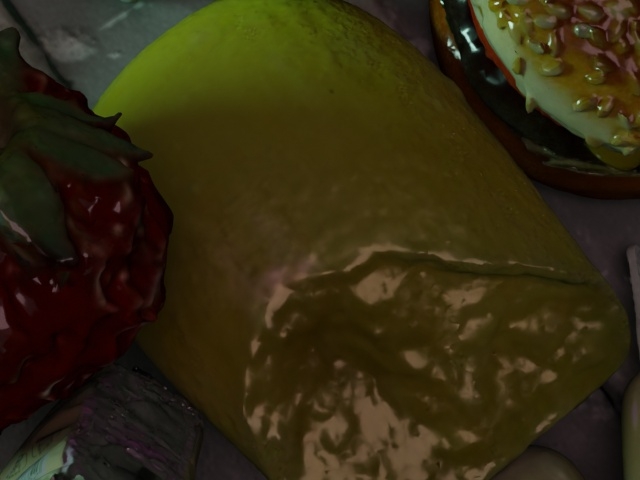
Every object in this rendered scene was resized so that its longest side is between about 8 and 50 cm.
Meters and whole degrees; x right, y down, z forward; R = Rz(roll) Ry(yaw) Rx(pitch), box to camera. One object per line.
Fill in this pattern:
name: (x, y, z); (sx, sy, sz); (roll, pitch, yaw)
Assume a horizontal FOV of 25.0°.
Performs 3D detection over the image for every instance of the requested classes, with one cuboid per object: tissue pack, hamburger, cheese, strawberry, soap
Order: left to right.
strawberry: (-0.287, 0.031, 0.975); (0.317, 0.295, 0.345); (16, 124, -27)
tissue pack: (-0.193, 0.226, 0.973); (0.123, 0.215, 0.257); (37, 104, -8)
soap: (0.000, 0.000, 1.068); (0.306, 0.115, 0.427); (-43, 73, 2)
hamburger: (0.242, -0.201, 1.057); (0.329, 0.250, 0.330); (0, 84, -3)
cheese: (0.258, 0.124, 1.100); (0.054, 0.127, 0.252); (-14, 67, 24)

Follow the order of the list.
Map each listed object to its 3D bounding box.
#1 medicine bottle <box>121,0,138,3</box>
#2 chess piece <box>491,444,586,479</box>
medicine bottle: (-0.133, -0.277, 1.124); (0.105, 0.105, 0.168); (37, 83, 2)
chess piece: (0.189, 0.277, 1.063); (0.142, 0.143, 0.261); (-28, 78, -5)
